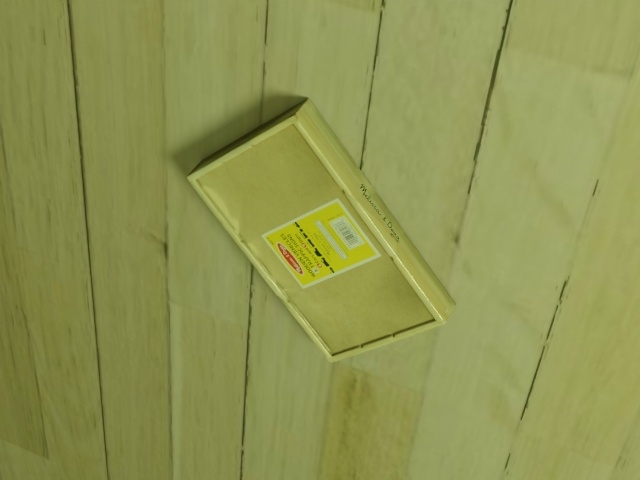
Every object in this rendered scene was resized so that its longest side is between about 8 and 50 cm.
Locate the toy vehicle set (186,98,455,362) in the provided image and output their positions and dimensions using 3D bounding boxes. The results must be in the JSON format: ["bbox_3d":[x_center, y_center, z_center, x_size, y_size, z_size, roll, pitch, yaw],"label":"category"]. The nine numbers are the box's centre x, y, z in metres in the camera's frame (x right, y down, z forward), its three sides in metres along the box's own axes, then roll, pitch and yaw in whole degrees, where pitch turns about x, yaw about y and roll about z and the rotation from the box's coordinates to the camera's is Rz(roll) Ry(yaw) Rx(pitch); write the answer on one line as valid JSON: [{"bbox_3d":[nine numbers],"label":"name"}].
[{"bbox_3d":[0.000,0.000,1.030,0.166,0.035,0.267,-23,111,39],"label":"toy vehicle set"}]
